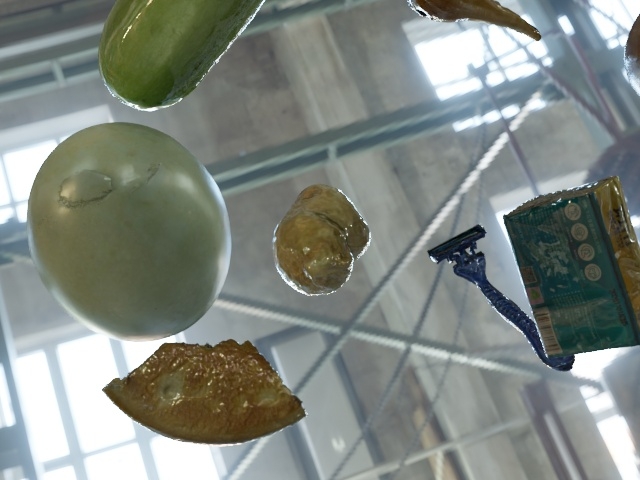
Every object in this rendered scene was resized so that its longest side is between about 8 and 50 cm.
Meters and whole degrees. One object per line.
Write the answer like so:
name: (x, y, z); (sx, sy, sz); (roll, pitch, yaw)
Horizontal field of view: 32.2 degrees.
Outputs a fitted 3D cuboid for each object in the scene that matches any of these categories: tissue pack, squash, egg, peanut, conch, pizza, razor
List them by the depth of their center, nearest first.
squash: (-0.085, -0.275, 1.037); (0.118, 0.118, 0.370); (14, -59, -50)
egg: (-0.179, -0.003, 1.053); (0.187, 0.186, 0.253); (-21, -34, -2)
tissue pack: (0.279, 0.029, 1.173); (0.120, 0.169, 0.082); (-16, 4, 44)
pizza: (-0.143, 0.195, 1.412); (0.271, 0.134, 0.056); (0, -16, -24)
razor: (0.270, 0.093, 1.585); (0.093, 0.324, 0.056); (-29, -50, -7)
conch: (0.195, -0.348, 1.606); (0.330, 0.093, 0.109); (27, -8, -34)
peanut: (0.000, 0.000, 1.622); (0.137, 0.122, 0.253); (-3, 22, 13)

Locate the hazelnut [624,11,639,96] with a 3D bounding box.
hazelnut: (0.564, -0.293, 1.634); (0.234, 0.218, 0.218); (-20, -26, -4)
